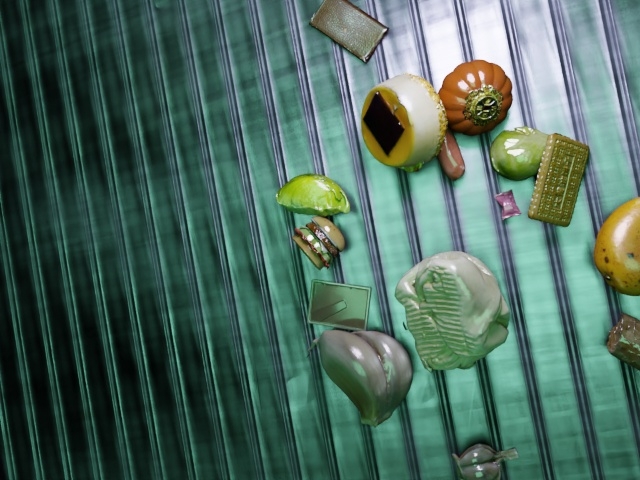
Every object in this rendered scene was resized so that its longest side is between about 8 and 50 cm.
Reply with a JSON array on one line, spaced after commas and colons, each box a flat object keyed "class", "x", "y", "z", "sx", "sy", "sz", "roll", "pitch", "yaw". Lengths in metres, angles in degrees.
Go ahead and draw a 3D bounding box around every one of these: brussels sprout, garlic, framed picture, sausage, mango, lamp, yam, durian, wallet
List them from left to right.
[{"class": "durian", "x": -0.022, "y": -0.148, "z": 1.858, "sx": 0.250, "sy": 0.101, "sz": 0.139, "roll": 2, "pitch": 90, "yaw": 15}, {"class": "framed picture", "x": 0.060, "y": 0.214, "z": 1.881, "sx": 0.203, "sy": 0.015, "sz": 0.150, "roll": 6, "pitch": 92, "yaw": 15}, {"class": "wallet", "x": 0.092, "y": -0.698, "z": 1.857, "sx": 0.243, "sy": 0.039, "sz": 0.133, "roll": 38, "pitch": 106, "yaw": 12}, {"class": "garlic", "x": 0.136, "y": 0.379, "z": 1.801, "sx": 0.340, "sy": 0.231, "sz": 0.246, "roll": 42, "pitch": 146, "yaw": 27}, {"class": "sausage", "x": 0.389, "y": -0.278, "z": 1.754, "sx": 0.077, "sy": 0.077, "sz": 0.194, "roll": -23, "pitch": 85, "yaw": 15}, {"class": "lamp", "x": 0.453, "y": -0.417, "z": 1.673, "sx": 0.223, "sy": 0.196, "sz": 0.223, "roll": -3, "pitch": 121, "yaw": -5}, {"class": "garlic", "x": 0.506, "y": 0.677, "z": 1.711, "sx": 0.194, "sy": 0.127, "sz": 0.131, "roll": -9, "pitch": 84, "yaw": -4}, {"class": "brussels sprout", "x": 0.590, "y": -0.247, "z": 1.673, "sx": 0.183, "sy": 0.131, "sz": 0.145, "roll": 8, "pitch": 70, "yaw": 15}, {"class": "mango", "x": 0.871, "y": 0.007, "z": 1.580, "sx": 0.191, "sy": 0.160, "sz": 0.290, "roll": 19, "pitch": 92, "yaw": 24}, {"class": "yam", "x": 0.920, "y": 0.310, "z": 1.577, "sx": 0.238, "sy": 0.129, "sz": 0.128, "roll": 29, "pitch": 97, "yaw": 13}]

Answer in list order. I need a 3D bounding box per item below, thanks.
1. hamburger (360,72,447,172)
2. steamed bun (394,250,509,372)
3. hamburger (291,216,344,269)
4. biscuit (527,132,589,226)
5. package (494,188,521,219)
[{"class": "hamburger", "x": 0.253, "y": -0.352, "z": 1.701, "sx": 0.179, "sy": 0.294, "sz": 0.276, "roll": -20, "pitch": 65, "yaw": -29}, {"class": "steamed bun", "x": 0.404, "y": 0.194, "z": 1.671, "sx": 0.346, "sy": 0.237, "sz": 0.394, "roll": 40, "pitch": 136, "yaw": 38}, {"class": "hamburger", "x": 0.002, "y": 0.002, "z": 1.824, "sx": 0.137, "sy": 0.175, "sz": 0.175, "roll": -40, "pitch": 80, "yaw": -2}, {"class": "biscuit", "x": 0.689, "y": -0.172, "z": 1.636, "sx": 0.172, "sy": 0.029, "sz": 0.254, "roll": 9, "pitch": 95, "yaw": -28}, {"class": "package", "x": 0.567, "y": -0.109, "z": 1.728, "sx": 0.059, "sy": 0.029, "sz": 0.083, "roll": -18, "pitch": 77, "yaw": 12}]
